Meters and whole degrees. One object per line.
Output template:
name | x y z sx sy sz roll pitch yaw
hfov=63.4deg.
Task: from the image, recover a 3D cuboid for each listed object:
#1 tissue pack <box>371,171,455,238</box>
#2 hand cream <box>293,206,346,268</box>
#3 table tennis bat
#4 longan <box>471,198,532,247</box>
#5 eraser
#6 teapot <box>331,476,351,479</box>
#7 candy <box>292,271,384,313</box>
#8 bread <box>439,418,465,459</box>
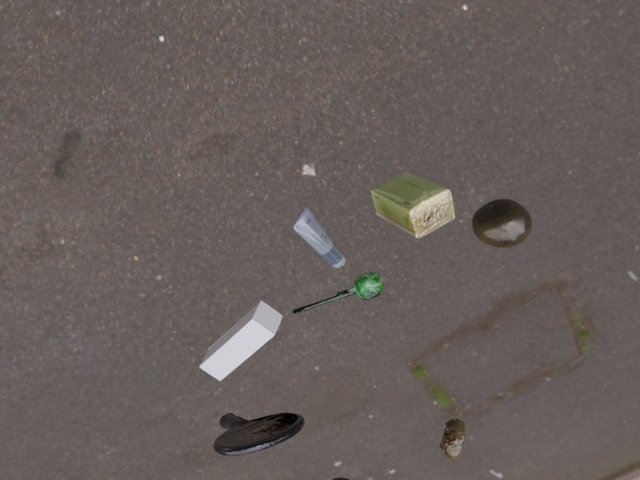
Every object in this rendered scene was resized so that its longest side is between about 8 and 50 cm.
tissue pack | 0.295 -0.119 1.669 0.159 0.234 0.125 -29 122 -14
hand cream | 0.000 0.000 1.615 0.048 0.079 0.255 5 148 42
table tennis bat | -0.119 0.321 0.880 0.150 0.027 0.236 -12 177 -31
longan | 0.596 -0.056 1.709 0.187 0.167 0.167 -9 137 21
eraser | -0.225 0.283 1.439 0.078 0.076 0.298 38 126 -12
teapot | 0.084 0.943 1.955 0.091 0.092 0.124 -26 157 33
candy | 0.059 0.189 1.756 0.324 0.097 0.097 -18 133 -7
bread | 0.381 0.570 1.495 0.060 0.113 0.082 15 163 13
